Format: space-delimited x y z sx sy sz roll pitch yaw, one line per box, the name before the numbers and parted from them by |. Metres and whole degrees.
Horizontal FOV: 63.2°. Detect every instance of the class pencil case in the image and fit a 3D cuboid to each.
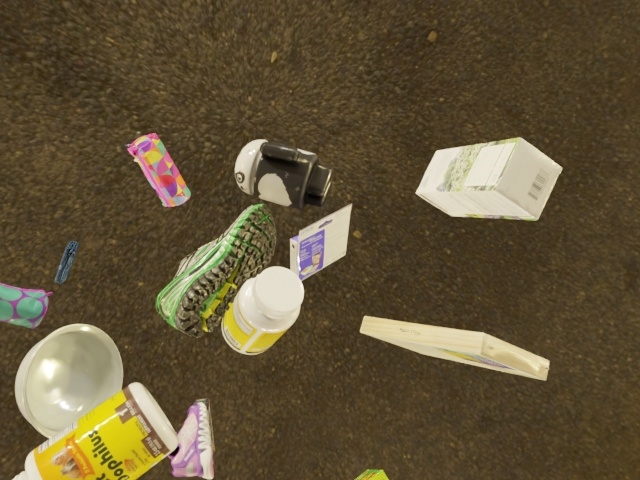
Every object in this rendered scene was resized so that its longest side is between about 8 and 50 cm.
pencil case | -0.489 -0.209 1.575 0.105 0.104 0.236 -27 126 -1
pencil case | -0.531 0.092 0.851 0.152 0.065 0.070 28 76 -34

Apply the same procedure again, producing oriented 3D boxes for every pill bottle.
pill bottle | -0.319 0.307 0.728 0.215 0.117 0.117 -34 106 -20
pill bottle | -0.173 0.211 1.571 0.188 0.334 0.187 12 58 -19

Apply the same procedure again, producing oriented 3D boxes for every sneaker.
sneaker | -0.317 0.480 1.252 0.105 0.236 0.095 -7 110 -14
sneaker | -0.221 0.038 1.113 0.343 0.147 0.134 -51 138 -31

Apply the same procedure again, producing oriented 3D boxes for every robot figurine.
robot figurine | -0.109 -0.187 1.501 0.279 0.173 0.208 17 113 6

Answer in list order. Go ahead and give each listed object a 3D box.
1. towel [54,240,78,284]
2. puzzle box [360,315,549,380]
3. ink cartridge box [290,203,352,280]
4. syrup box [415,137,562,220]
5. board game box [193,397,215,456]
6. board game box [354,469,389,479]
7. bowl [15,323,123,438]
towel | -0.727 0.063 1.493 0.029 0.067 0.119 21 110 -18
puzzle box | 0.334 0.273 1.349 0.272 0.409 0.052 25 74 -33
ink cartridge box | 0.000 0.000 1.536 0.206 0.045 0.208 -28 142 -32
syrup box | 0.272 -0.099 0.880 0.096 0.237 0.093 29 84 -18
board game box | -0.361 0.587 1.600 0.048 0.141 0.170 -7 85 -10
board game box | 0.056 0.551 1.083 0.181 0.092 0.043 -28 78 -25
bowl | -0.692 0.375 1.390 0.134 0.298 0.297 -7 106 27
